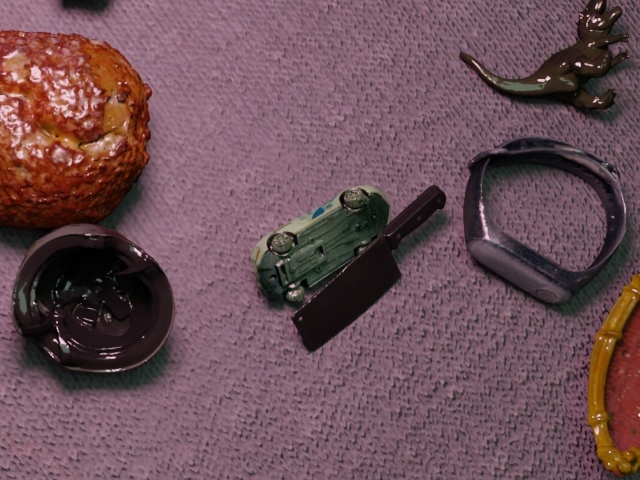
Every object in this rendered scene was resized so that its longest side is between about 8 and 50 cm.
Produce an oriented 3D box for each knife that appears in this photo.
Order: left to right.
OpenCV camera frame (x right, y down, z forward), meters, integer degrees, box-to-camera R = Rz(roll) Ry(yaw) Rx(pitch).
[{"bbox_3d":[0.064,0.033,1.889,0.245,0.019,0.072,-42,130,-17],"label":"knife"}]

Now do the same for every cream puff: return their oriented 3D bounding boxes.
[{"bbox_3d":[-0.299,-0.126,1.777,0.240,0.164,0.240,6,68,-14],"label":"cream puff"}]

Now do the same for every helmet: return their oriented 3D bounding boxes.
[{"bbox_3d":[-0.252,0.053,1.763,0.177,0.107,0.153,38,95,-30],"label":"helmet"}]

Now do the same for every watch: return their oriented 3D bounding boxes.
[{"bbox_3d":[0.266,-0.037,1.957,0.206,0.068,0.193,30,66,-9],"label":"watch"}]

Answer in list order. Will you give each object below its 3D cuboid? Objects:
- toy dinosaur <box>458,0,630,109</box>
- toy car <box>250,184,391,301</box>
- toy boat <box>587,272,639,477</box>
[{"bbox_3d":[0.292,-0.232,2.045,0.179,0.087,0.187,16,48,27],"label":"toy dinosaur"},{"bbox_3d":[0.000,0.000,1.874,0.186,0.058,0.093,-32,129,-22],"label":"toy car"},{"bbox_3d":[0.390,0.141,1.926,0.141,0.099,0.318,29,67,-10],"label":"toy boat"}]
